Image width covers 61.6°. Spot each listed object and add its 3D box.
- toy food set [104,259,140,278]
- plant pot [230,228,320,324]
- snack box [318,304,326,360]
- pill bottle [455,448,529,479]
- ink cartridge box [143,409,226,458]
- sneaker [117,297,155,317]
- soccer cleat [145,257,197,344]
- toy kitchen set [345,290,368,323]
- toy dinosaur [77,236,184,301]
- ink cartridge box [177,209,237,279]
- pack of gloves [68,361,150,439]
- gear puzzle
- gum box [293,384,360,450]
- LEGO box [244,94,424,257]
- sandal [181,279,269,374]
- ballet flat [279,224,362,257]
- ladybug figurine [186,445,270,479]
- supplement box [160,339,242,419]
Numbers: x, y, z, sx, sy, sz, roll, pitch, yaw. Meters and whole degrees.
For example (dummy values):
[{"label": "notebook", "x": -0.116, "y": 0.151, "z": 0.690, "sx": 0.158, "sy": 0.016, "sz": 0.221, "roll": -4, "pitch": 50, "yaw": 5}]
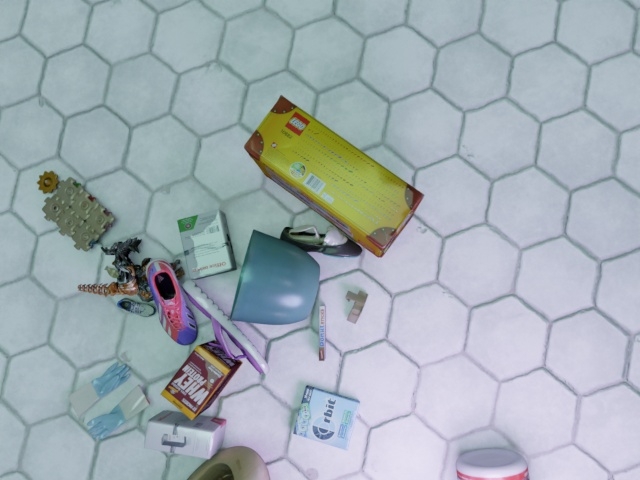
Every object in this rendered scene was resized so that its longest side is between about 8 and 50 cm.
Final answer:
[{"label": "toy food set", "x": -0.683, "y": 0.111, "z": 1.867, "sx": 0.122, "sy": 0.019, "sz": 0.078, "roll": 40, "pitch": 89, "yaw": 7}, {"label": "plant pot", "x": -0.136, "y": 0.136, "z": 1.694, "sx": 0.235, "sy": 0.293, "sz": 0.293, "roll": 15, "pitch": 86, "yaw": -9}, {"label": "snack box", "x": 0.007, "y": 0.304, "z": 1.766, "sx": 0.022, "sy": 0.064, "sz": 0.178, "roll": 0, "pitch": 84, "yaw": 3}, {"label": "pill bottle", "x": 0.530, "y": 0.832, "z": 1.597, "sx": 0.210, "sy": 0.210, "sz": 0.363, "roll": -7, "pitch": 84, "yaw": 4}, {"label": "ink cartridge box", "x": -0.432, "y": 0.620, "z": 1.725, "sx": 0.218, "sy": 0.158, "sz": 0.092, "roll": 9, "pitch": 86, "yaw": 6}, {"label": "sneaker", "x": -0.632, "y": 0.232, "z": 1.831, "sx": 0.135, "sy": 0.058, "sz": 0.052, "roll": 11, "pitch": 85, "yaw": 5}, {"label": "soccer cleat", "x": -0.483, "y": 0.214, "z": 1.745, "sx": 0.108, "sy": 0.116, "sz": 0.318, "roll": -20, "pitch": 108, "yaw": -15}, {"label": "toy kitchen set", "x": 0.108, "y": 0.214, "z": 1.784, "sx": 0.068, "sy": 0.075, "sz": 0.083, "roll": 24, "pitch": 47, "yaw": 4}, {"label": "toy dinosaur", "x": -0.628, "y": 0.108, "z": 1.784, "sx": 0.322, "sy": 0.164, "sz": 0.218, "roll": -16, "pitch": 92, "yaw": -35}, {"label": "ink cartridge box", "x": -0.382, "y": 0.017, "z": 1.817, "sx": 0.153, "sy": 0.087, "sz": 0.208, "roll": -13, "pitch": 83, "yaw": 3}, {"label": "pack of gloves", "x": -0.712, "y": 0.544, "z": 1.825, "sx": 0.232, "sy": 0.046, "sz": 0.195, "roll": -36, "pitch": 71, "yaw": -2}, {"label": "gear puzzle", "x": -0.884, "y": -0.118, "z": 1.900, "sx": 0.339, "sy": 0.044, "sz": 0.175, "roll": 41, "pitch": 90, "yaw": 10}, {"label": "gum box", "x": 0.020, "y": 0.576, "z": 1.750, "sx": 0.184, "sy": 0.041, "sz": 0.157, "roll": 15, "pitch": 86, "yaw": 5}, {"label": "LEGO box", "x": 0.046, "y": -0.175, "z": 1.657, "sx": 0.500, "sy": 0.372, "sz": 0.193, "roll": 36, "pitch": 88, "yaw": 7}, {"label": "sandal", "x": -0.325, "y": 0.300, "z": 1.746, "sx": 0.102, "sy": 0.169, "sz": 0.416, "roll": -42, "pitch": 70, "yaw": -14}, {"label": "ballet flat", "x": 0.000, "y": 0.000, "z": 1.772, "sx": 0.280, "sy": 0.095, "sz": 0.096, "roll": 4, "pitch": 122, "yaw": 5}, {"label": "ladybug figurine", "x": -0.320, "y": 0.846, "z": 1.658, "sx": 0.449, "sy": 0.305, "sz": 0.162, "roll": -43, "pitch": 126, "yaw": 1}, {"label": "supplement box", "x": -0.374, "y": 0.439, "z": 1.720, "sx": 0.129, "sy": 0.194, "sz": 0.191, "roll": 37, "pitch": 88, "yaw": 7}]
